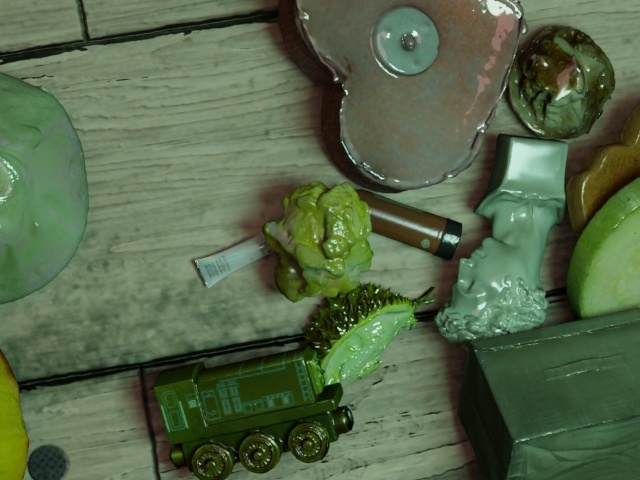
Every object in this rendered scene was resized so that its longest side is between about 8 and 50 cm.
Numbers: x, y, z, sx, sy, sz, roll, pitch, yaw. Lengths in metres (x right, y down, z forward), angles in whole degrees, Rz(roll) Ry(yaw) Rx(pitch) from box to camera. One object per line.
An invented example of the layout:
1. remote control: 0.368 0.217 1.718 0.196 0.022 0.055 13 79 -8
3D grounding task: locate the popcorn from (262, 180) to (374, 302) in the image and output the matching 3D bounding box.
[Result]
1. popcorn: 0.000 0.000 1.822 0.126 0.145 0.126 -28 65 -41

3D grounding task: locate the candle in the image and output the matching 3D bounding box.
1. candle: 0.104 -0.232 1.869 0.287 0.131 0.317 -27 98 -13

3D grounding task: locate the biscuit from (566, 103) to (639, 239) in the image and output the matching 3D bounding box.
1. biscuit: 0.445 -0.085 1.880 0.333 0.047 0.202 -20 108 -20

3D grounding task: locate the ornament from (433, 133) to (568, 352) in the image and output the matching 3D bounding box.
1. ornament: 0.234 0.006 1.861 0.130 0.120 0.285 20 82 -4

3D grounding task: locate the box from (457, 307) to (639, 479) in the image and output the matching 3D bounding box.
1. box: 0.297 0.193 1.793 0.231 0.155 0.149 -10 49 -12

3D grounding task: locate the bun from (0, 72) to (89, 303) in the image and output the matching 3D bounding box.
1. bun: -0.411 -0.061 1.774 0.293 0.187 0.293 0 87 -3

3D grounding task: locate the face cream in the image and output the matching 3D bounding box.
1. face cream: -0.096 0.017 1.878 0.115 0.020 0.038 -26 97 -7

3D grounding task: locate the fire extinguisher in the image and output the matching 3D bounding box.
1. fire extinguisher: 0.084 -0.024 1.886 0.177 0.050 0.062 19 116 -2

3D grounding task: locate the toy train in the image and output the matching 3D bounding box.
1. toy train: -0.078 0.200 1.809 0.225 0.090 0.137 -14 99 9

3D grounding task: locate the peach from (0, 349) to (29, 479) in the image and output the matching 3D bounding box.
1. peach: -0.498 0.213 1.717 0.306 0.242 0.380 30 103 21

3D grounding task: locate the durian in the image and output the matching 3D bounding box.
1. durian: 0.045 0.109 1.870 0.215 0.086 0.100 -42 124 -4

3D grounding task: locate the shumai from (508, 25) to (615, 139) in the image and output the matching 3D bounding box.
1. shumai: 0.300 -0.194 1.884 0.145 0.116 0.146 1 85 -7

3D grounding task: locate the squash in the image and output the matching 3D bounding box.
1. squash: 0.412 0.029 1.839 0.252 0.049 0.252 -11 126 -15
